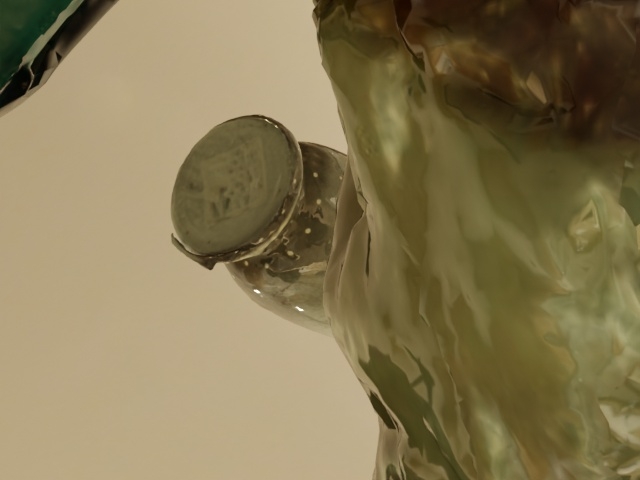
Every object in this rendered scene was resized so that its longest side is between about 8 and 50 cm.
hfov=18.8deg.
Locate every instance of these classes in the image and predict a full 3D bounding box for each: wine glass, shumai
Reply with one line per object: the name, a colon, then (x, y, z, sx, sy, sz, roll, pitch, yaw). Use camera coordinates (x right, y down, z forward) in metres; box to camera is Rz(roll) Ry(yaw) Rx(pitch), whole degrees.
wine glass: (0.000, 0.000, 1.229, 0.204, 0.111, 0.111, 30, -113, -48)
shumai: (0.143, 0.001, 0.586, 0.324, 0.397, 0.323, -38, -64, -20)

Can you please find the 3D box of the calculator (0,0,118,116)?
calculator: (-0.129, -0.187, 0.628, 0.248, 0.058, 0.274, 34, -109, -3)
